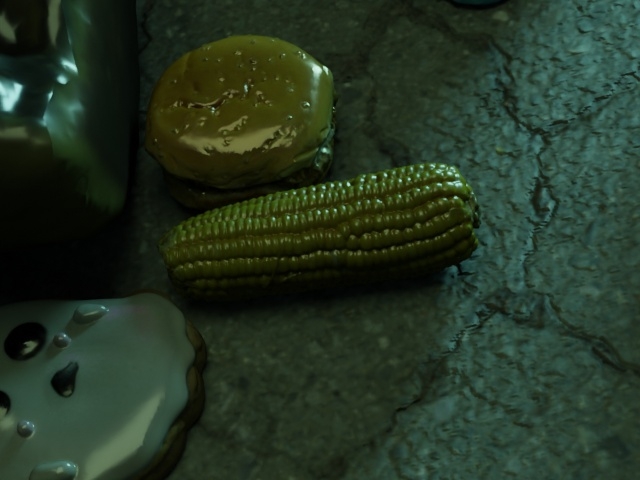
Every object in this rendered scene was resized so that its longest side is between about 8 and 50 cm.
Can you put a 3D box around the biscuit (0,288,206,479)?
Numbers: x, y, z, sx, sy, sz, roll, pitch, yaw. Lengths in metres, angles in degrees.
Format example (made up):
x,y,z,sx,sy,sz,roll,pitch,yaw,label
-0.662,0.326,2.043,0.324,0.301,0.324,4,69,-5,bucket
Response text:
x,y,z,sx,sy,sz,roll,pitch,yaw,label
-0.186,0.110,1.064,0.208,0.049,0.181,0,54,11,biscuit

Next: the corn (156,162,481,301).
x,y,z,sx,sy,sz,roll,pitch,yaw,label
0.000,0.000,1.083,0.231,0.080,0.080,-12,53,7,corn

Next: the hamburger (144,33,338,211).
x,y,z,sx,sy,sz,roll,pitch,yaw,label
-0.060,-0.091,1.158,0.147,0.083,0.138,0,51,9,hamburger

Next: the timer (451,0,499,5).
x,y,z,sx,sy,sz,roll,pitch,yaw,label
0.128,-0.334,1.289,0.232,0.091,0.250,32,63,31,timer

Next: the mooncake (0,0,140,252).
x,y,z,sx,sy,sz,roll,pitch,yaw,label
-0.265,-0.176,1.074,0.246,0.393,0.394,-8,31,8,mooncake
